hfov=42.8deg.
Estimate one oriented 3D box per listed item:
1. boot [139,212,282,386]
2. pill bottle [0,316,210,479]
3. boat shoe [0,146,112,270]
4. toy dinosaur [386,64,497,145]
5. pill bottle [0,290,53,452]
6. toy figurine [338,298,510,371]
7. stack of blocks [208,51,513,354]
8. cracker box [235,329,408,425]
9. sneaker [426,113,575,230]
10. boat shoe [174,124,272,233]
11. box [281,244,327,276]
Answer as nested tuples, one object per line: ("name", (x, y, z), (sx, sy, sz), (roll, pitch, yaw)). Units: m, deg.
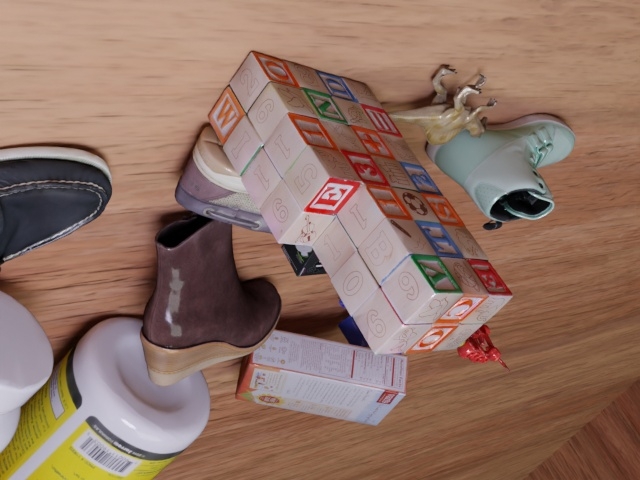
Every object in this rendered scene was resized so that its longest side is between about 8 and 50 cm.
("boot", (-0.115, 0.048, 0.989), (0.248, 0.090, 0.207), (-32, 141, -51))
("pill bottle", (-0.310, 0.266, 1.047), (0.334, 0.188, 0.188), (-44, 148, 23))
("boat shoe", (-0.337, 0.011, 0.713), (0.339, 0.113, 0.127), (-14, 145, -28))
("toy dinosaur", (0.143, -0.149, 0.947), (0.183, 0.053, 0.093), (1, 131, -31))
("pill bottle", (-0.427, 0.189, 0.839), (0.318, 0.176, 0.176), (-41, 149, 17))
("toy figurine", (0.112, 0.146, 1.255), (0.217, 0.191, 0.362), (-34, 149, 16))
("stack of blocks", (0.033, -0.037, 0.785), (0.171, 0.297, 0.087), (4, 136, -46))
("cracker box", (-0.001, 0.206, 1.226), (0.232, 0.067, 0.156), (13, 149, -8))
("sneaker", (0.271, -0.084, 1.073), (0.255, 0.151, 0.094), (-9, 142, -35))
("boat shoe", (-0.036, -0.048, 0.913), (0.285, 0.103, 0.092), (13, 135, -45))
("box", (0.000, 0.000, 1.058), (0.062, 0.052, 0.083), (-4, 142, -39))
